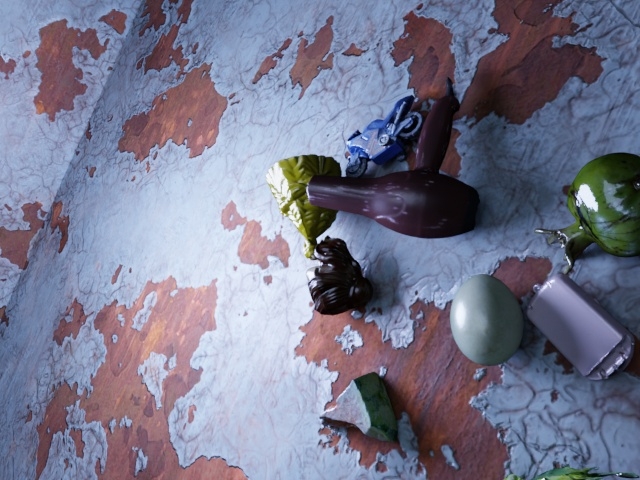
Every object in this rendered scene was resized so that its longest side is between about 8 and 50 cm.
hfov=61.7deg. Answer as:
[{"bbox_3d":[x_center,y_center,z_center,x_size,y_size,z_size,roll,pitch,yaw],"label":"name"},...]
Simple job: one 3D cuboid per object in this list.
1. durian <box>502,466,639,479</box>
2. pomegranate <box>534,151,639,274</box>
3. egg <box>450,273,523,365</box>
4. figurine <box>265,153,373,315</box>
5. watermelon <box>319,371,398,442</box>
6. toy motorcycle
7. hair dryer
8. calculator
[{"bbox_3d":[0.285,0.419,0.770,0.375,0.107,0.132,-48,50,16],"label":"durian"},{"bbox_3d":[0.423,-0.036,0.806,0.191,0.131,0.152,-38,58,32],"label":"pomegranate"},{"bbox_3d":[0.270,0.128,0.875,0.114,0.114,0.152,-18,62,32],"label":"egg"},{"bbox_3d":[-0.004,0.001,1.109,0.168,0.187,0.315,-10,74,-5],"label":"figurine"},{"bbox_3d":[0.059,0.302,0.998,0.158,0.098,0.121,-5,72,41],"label":"watermelon"},{"bbox_3d":[0.128,-0.215,1.135,0.205,0.076,0.114,-35,50,23],"label":"toy motorcycle"},{"bbox_3d":[0.165,-0.177,1.025,0.313,0.123,0.340,13,72,13],"label":"hair dryer"},{"bbox_3d":[0.389,0.129,0.816,0.175,0.032,0.100,54,135,36],"label":"calculator"}]
